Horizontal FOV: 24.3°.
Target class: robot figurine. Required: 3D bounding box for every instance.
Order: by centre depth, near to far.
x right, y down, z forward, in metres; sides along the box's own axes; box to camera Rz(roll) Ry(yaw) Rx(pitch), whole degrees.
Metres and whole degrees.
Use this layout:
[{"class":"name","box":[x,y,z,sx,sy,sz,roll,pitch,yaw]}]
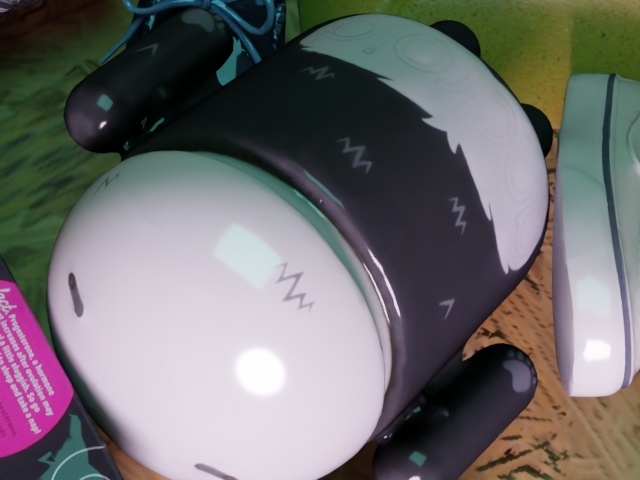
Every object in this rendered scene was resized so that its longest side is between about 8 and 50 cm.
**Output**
[{"class":"robot figurine","box":[-0.002,0.000,0.703,0.209,0.173,0.278,20,40,28]}]

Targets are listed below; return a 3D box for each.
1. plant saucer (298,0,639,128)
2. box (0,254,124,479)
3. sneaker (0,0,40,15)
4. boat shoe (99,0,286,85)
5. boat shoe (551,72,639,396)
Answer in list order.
[{"class":"plant saucer","box":[0.147,-0.228,0.917,0.333,0.081,0.332,-2,62,-8]},{"class":"box","box":[-0.203,0.082,0.667,0.163,0.142,0.247,-25,66,-18]},{"class":"sneaker","box":[-0.231,-0.097,0.791,0.299,0.121,0.112,-30,98,-22]},{"class":"boat shoe","box":[-0.068,-0.145,0.838,0.109,0.089,0.258,2,61,-6]},{"class":"boat shoe","box":[0.162,-0.011,0.738,0.088,0.096,0.267,1,23,11]}]
